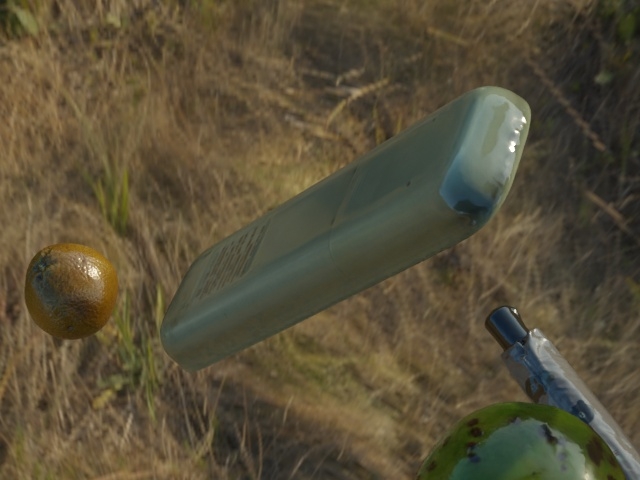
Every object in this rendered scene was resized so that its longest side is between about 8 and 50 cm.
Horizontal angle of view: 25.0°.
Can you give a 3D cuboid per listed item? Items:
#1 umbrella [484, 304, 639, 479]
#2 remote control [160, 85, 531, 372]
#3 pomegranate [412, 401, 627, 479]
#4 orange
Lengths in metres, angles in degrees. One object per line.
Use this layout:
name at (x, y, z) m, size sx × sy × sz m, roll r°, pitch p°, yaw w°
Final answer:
umbrella at (0.302, 0.209, 1.699) m, size 0.067 × 0.073 × 0.337 m, roll -37°, pitch 61°, yaw 2°
remote control at (0.001, 0.000, 0.789) m, size 0.038 × 0.309 × 0.090 m, roll 36°, pitch 54°, yaw -19°
pomegranate at (0.169, 0.251, 1.313) m, size 0.211 × 0.263 × 0.211 m, roll 2°, pitch 85°, yaw -21°
orange at (-0.205, 0.041, 1.181) m, size 0.085 × 0.085 × 0.085 m, roll 2°, pitch 71°, yaw -5°
